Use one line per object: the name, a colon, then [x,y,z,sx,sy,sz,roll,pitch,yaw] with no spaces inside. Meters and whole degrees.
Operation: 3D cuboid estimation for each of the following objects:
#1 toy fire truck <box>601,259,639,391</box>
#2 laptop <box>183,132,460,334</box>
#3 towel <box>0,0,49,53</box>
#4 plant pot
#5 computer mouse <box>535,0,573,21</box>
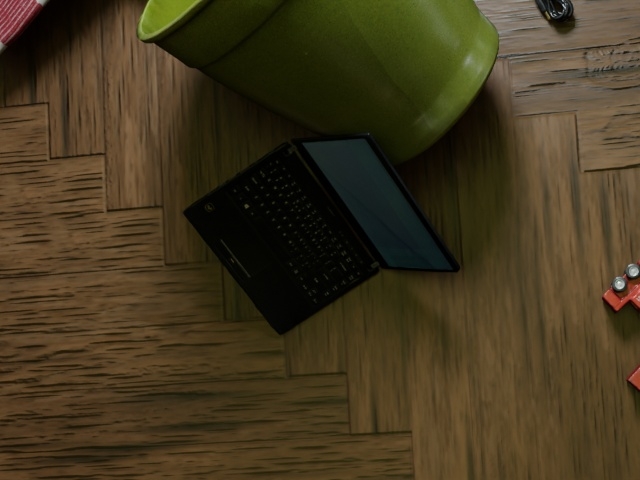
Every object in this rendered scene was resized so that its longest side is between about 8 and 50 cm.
toy fire truck: [0.438,0.087,1.619,0.192,0.047,0.135,-44,78,3]
laptop: [0.000,0.000,1.612,0.264,0.136,0.234,-33,116,6]
towel: [-0.411,-0.440,1.787,0.329,0.037,0.237,-45,60,15]
plant pot: [0.024,-0.285,1.567,0.353,0.366,0.366,38,92,-21]
computer mouse: [0.370,-0.375,1.685,0.193,0.042,0.106,-26,79,7]
